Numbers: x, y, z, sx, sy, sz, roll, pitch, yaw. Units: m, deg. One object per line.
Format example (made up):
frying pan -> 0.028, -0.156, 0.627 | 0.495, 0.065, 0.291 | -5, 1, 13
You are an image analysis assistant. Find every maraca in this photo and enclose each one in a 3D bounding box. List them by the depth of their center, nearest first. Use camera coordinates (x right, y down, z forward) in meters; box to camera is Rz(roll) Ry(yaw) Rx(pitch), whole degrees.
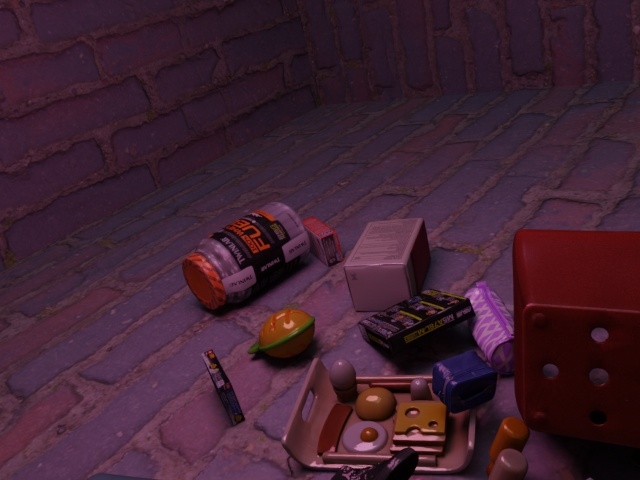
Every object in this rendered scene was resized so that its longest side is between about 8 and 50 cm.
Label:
maraca -> -0.085, 0.205, 1.229 | 0.127, 0.099, 0.186 | -28, 1, -44

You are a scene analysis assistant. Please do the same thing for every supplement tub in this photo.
supplement tub -> -0.197, 0.041, 1.522 | 0.316, 0.193, 0.193 | -34, 30, -34

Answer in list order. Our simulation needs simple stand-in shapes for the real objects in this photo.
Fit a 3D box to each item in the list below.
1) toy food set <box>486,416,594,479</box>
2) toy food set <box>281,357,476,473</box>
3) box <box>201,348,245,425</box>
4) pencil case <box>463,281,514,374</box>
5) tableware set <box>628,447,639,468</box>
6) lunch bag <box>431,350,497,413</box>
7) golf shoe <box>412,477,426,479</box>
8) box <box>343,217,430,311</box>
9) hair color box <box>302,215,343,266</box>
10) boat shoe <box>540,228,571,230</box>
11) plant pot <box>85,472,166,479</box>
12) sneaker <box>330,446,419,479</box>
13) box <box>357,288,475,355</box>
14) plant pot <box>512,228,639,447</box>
toy food set -> 0.289, 0.353, 0.726 | 0.111, 0.104, 0.232 | -14, 39, -31
toy food set -> 0.109, 0.273, 0.963 | 0.306, 0.092, 0.220 | -6, 26, 19
box -> -0.192, 0.285, 1.114 | 0.027, 0.094, 0.137 | -23, 26, -17
pencil case -> 0.330, 0.165, 1.077 | 0.086, 0.088, 0.206 | -12, 23, 0
tableware set -> 0.505, 0.302, 0.757 | 0.104, 0.024, 0.154 | -29, 28, -27
lunch bag -> 0.223, 0.223, 0.885 | 0.098, 0.067, 0.065 | -15, 28, -19
golf shoe -> 0.201, 0.373, 0.629 | 0.306, 0.140, 0.115 | 12, 45, 45
box -> 0.167, 0.054, 1.362 | 0.149, 0.127, 0.232 | -3, 27, 24
hair color box -> 0.000, 0.000, 1.618 | 0.053, 0.093, 0.167 | -22, 26, -15
boat shoe -> 0.507, 0.054, 1.185 | 0.103, 0.118, 0.320 | -13, 17, 16
plant pot -> -0.143, 0.408, 0.613 | 0.235, 0.293, 0.293 | 1, 24, -3
sneaker -> 0.060, 0.355, 0.842 | 0.170, 0.051, 0.089 | -44, 38, -15
box -> 0.187, 0.159, 1.150 | 0.184, 0.045, 0.191 | -21, 6, -13
plant pot -> 0.394, 0.142, 0.798 | 0.267, 0.267, 0.236 | 2, 15, 27
